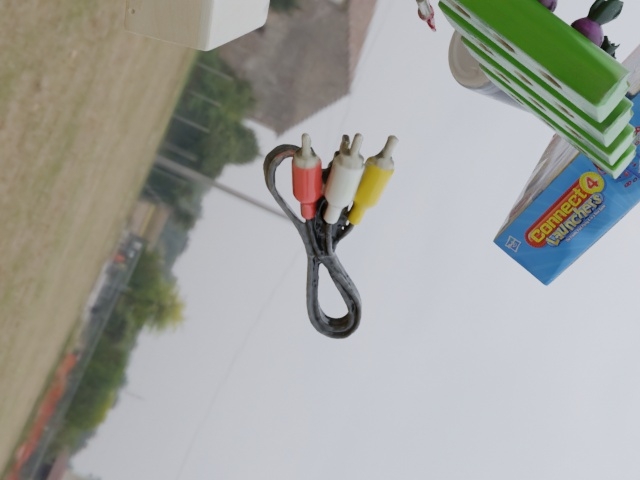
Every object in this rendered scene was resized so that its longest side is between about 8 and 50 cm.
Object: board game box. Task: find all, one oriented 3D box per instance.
[{"bbox_3d":[0.367,-0.135,1.206,0.302,0.086,0.308,-52,179,40],"label":"board game box"}]

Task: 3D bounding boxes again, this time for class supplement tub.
[{"bbox_3d":[0.271,-0.236,1.354,0.117,0.190,0.117,-13,-108,45],"label":"supplement tub"}]

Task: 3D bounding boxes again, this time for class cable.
[{"bbox_3d":[0.000,0.000,1.132,0.072,0.139,0.287,-99,-166,-59],"label":"cable"}]

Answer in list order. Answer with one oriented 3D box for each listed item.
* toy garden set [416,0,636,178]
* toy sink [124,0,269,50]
[{"bbox_3d":[0.093,-0.129,0.552,0.049,0.204,0.244,-50,164,9],"label":"toy garden set"},{"bbox_3d":[-0.161,-0.366,1.384,0.234,0.131,0.153,-51,155,-63],"label":"toy sink"}]
